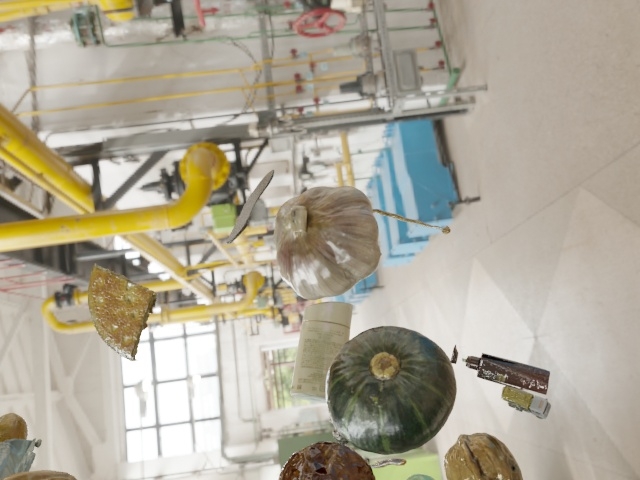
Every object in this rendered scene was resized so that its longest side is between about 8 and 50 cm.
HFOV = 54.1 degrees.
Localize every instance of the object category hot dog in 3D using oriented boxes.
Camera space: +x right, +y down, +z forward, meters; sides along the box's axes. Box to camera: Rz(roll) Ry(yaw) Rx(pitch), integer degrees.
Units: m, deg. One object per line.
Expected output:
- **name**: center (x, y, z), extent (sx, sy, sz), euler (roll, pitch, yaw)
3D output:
- **hot dog**: center (0.009, 0.654, 1.408), extent (0.388, 0.266, 0.174), euler (-82, -3, -47)

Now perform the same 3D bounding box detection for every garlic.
- **garlic**: center (0.012, 0.005, 1.635), extent (0.321, 0.240, 0.322), euler (13, 109, 43)

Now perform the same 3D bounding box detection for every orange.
- **orange**: center (-0.732, 0.452, 1.469), extent (0.095, 0.085, 0.085), euler (-107, 9, -46)

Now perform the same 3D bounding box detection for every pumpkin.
- **pumpkin**: center (0.085, 0.187, 0.790), extent (0.125, 0.167, 0.167), euler (86, 176, -56)

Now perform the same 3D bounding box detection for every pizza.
- **pizza**: center (-0.526, 0.180, 1.694), extent (0.292, 0.197, 0.058), euler (62, -176, 9)

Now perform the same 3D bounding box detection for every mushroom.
- **mushroom**: center (0.237, -0.057, 1.701), extent (0.286, 0.026, 0.028), euler (19, 153, 45)

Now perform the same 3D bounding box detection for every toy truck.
- **toy truck**: center (0.552, 0.432, 1.688), extent (0.052, 0.123, 0.063), euler (-59, -41, -19)

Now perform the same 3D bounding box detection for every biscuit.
- **biscuit**: center (-0.728, 0.459, 1.220), extent (0.186, 0.308, 0.079), euler (-94, 3, -63)

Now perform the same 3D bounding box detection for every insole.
- **insole**: center (-0.197, -0.101, 1.788), extent (0.009, 0.119, 0.348), euler (41, -146, -16)

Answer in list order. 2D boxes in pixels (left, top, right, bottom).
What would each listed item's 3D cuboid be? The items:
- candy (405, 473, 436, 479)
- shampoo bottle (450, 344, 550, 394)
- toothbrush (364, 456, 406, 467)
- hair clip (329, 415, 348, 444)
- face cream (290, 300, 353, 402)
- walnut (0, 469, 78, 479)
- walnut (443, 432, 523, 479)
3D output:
- **candy**: center (0.347, 0.744, 1.597), extent (0.440, 0.119, 0.119), euler (-151, 52, -62)
- **shampoo bottle**: center (0.439, 0.317, 1.540), extent (0.067, 0.236, 0.068), euler (12, -90, -73)
- **toothbrush**: center (0.174, 0.630, 1.772), extent (0.321, 0.023, 0.031), euler (134, 134, -65)
- **hair clip**: center (0.099, 0.307, 1.104), extent (0.116, 0.172, 0.049), euler (-173, 73, -67)
- **face cream**: center (0.008, 0.366, 2.117), extent (0.081, 0.173, 0.349), euler (95, -177, -62)
- **walnut**: center (-0.446, 0.484, 0.955), extent (0.224, 0.256, 0.257), euler (140, 127, -59)
- **walnut**: center (0.431, 0.625, 1.648), extent (0.198, 0.198, 0.245), euler (88, 158, -63)
